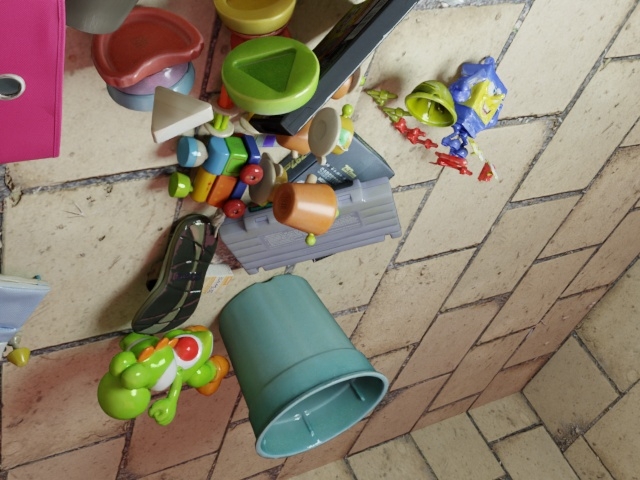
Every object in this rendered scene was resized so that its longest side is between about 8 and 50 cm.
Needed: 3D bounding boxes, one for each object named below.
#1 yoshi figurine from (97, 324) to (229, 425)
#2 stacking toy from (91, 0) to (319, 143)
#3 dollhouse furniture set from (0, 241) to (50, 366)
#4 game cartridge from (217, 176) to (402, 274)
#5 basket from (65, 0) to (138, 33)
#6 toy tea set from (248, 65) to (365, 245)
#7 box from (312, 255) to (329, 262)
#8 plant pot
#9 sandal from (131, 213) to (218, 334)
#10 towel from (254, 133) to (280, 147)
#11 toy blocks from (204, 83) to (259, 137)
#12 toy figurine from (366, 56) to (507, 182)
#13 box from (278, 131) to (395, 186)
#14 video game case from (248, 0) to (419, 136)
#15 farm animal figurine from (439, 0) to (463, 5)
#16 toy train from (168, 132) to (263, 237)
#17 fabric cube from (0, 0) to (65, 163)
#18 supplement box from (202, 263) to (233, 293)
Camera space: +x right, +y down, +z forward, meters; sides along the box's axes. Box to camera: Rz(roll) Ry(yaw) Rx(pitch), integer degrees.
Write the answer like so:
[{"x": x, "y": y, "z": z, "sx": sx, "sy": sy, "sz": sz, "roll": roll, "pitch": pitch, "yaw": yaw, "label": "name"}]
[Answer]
[{"x": -0.360, "y": 0.293, "z": 1.714, "sx": 0.203, "sy": 0.203, "sz": 0.362, "roll": 4, "pitch": 179, "yaw": 21, "label": "yoshi figurine"}, {"x": -0.150, "y": -0.229, "z": 1.127, "sx": 0.309, "sy": 0.279, "sz": 0.130, "roll": -19, "pitch": 146, "yaw": -12, "label": "stacking toy"}, {"x": -0.573, "y": 0.144, "z": 1.361, "sx": 0.286, "sy": 0.198, "sz": 0.303, "roll": -44, "pitch": 148, "yaw": 21, "label": "dollhouse furniture set"}, {"x": -0.016, "y": -0.030, "z": 1.640, "sx": 0.355, "sy": 0.068, "sz": 0.230, "roll": -14, "pitch": 152, "yaw": 5, "label": "game cartridge"}, {"x": -0.257, "y": -0.377, "z": 0.944, "sx": 0.204, "sy": 0.154, "sz": 0.227, "roll": 3, "pitch": 139, "yaw": -42, "label": "basket"}, {"x": 0.003, "y": -0.163, "z": 1.419, "sx": 0.124, "sy": 0.200, "sz": 0.336, "roll": 10, "pitch": 121, "yaw": -36, "label": "toy tea set"}, {"x": 0.000, "y": 0.000, "z": 1.806, "sx": 0.062, "sy": 0.052, "sz": 0.083, "roll": -23, "pitch": 150, "yaw": -16, "label": "box"}, {"x": -0.067, "y": 0.285, "z": 1.881, "sx": 0.341, "sy": 0.334, "sz": 0.341, "roll": -22, "pitch": 147, "yaw": -15, "label": "plant pot"}, {"x": -0.299, "y": 0.070, "z": 1.621, "sx": 0.120, "sy": 0.086, "sz": 0.303, "roll": 12, "pitch": 114, "yaw": -42, "label": "sandal"}, {"x": -0.085, "y": -0.198, "z": 1.486, "sx": 0.083, "sy": 0.009, "sz": 0.060, "roll": -3, "pitch": 140, "yaw": -39, "label": "towel"}, {"x": -0.125, "y": -0.249, "z": 1.332, "sx": 0.123, "sy": 0.054, "sz": 0.148, "roll": -10, "pitch": 143, "yaw": -32, "label": "toy blocks"}, {"x": 0.277, "y": -0.295, "z": 1.598, "sx": 0.362, "sy": 0.191, "sz": 0.217, "roll": 35, "pitch": 80, "yaw": -50, "label": "toy figurine"}, {"x": 0.029, "y": -0.137, "z": 1.625, "sx": 0.183, "sy": 0.059, "sz": 0.233, "roll": -39, "pitch": 149, "yaw": 12, "label": "box"}, {"x": 0.012, "y": -0.271, "z": 1.210, "sx": 0.035, "sy": 0.248, "sz": 0.275, "roll": 43, "pitch": 86, "yaw": -18, "label": "video game case"}, {"x": 0.171, "y": -0.438, "z": 0.943, "sx": 0.330, "sy": 0.172, "sz": 0.327, "roll": -9, "pitch": 136, "yaw": -47, "label": "farm animal figurine"}, {"x": -0.215, "y": -0.090, "z": 1.447, "sx": 0.143, "sy": 0.105, "sz": 0.248, "roll": 5, "pitch": 135, "yaw": -31, "label": "toy train"}, {"x": -0.443, "y": -0.243, "z": 0.857, "sx": 0.258, "sy": 0.259, "sz": 0.254, "roll": -12, "pitch": 145, "yaw": -29, "label": "fabric cube"}, {"x": -0.248, "y": 0.085, "z": 1.721, "sx": 0.098, "sy": 0.036, "sz": 0.062, "roll": 0, "pitch": 138, "yaw": -42, "label": "supplement box"}]
